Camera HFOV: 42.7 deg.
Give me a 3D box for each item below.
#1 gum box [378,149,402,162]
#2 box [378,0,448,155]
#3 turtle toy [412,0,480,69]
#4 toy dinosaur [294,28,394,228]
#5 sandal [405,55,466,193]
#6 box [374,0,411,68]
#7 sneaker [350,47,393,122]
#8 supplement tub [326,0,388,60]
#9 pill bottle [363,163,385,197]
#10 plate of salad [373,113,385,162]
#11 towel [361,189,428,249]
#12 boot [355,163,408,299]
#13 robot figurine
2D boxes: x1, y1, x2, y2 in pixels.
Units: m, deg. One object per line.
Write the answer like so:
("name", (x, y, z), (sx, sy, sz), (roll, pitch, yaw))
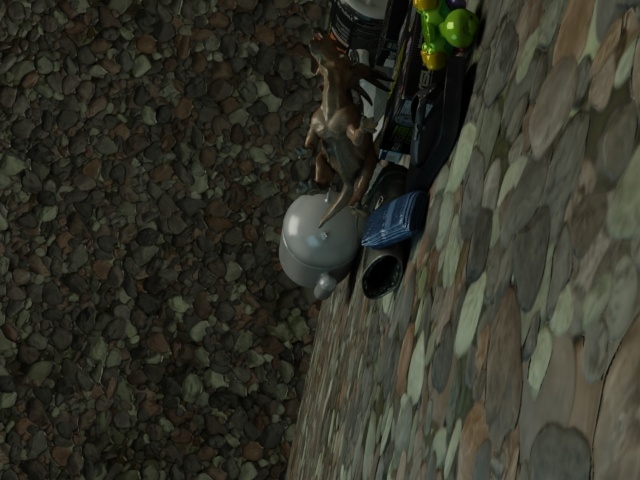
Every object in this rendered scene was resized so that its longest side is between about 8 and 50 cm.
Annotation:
("gum box", (0.151, -0.258, 1.495), (0.157, 0.041, 0.184), (106, 175, -71))
("box", (0.151, -0.271, 1.264), (0.270, 0.060, 0.216), (111, 169, -81))
("turtle toy", (0.153, -0.257, 0.985), (0.130, 0.066, 0.095), (-90, -11, -69))
("toy dinosaur", (0.044, -0.162, 1.271), (0.200, 0.127, 0.295), (-71, -18, -50))
("sandal", (0.131, -0.132, 1.028), (0.254, 0.054, 0.097), (105, 177, -61))
("box", (0.165, -0.426, 1.589), (0.180, 0.077, 0.147), (125, 156, -85))
("sneaker", (0.132, -0.300, 1.776), (0.271, 0.108, 0.100), (80, 177, -50))
("supplement tub", (0.114, -0.509, 1.938), (0.316, 0.194, 0.193), (108, 174, -69))
("pill bottle", (0.101, -0.103, 1.653), (0.120, 0.067, 0.067), (106, 175, -70))
("plate of salad", (0.119, -0.191, 1.695), (0.200, 0.048, 0.200), (-60, -3, -6))
("towel", (0.100, -0.028, 1.113), (0.119, 0.029, 0.067), (-26, 43, 60))
("boot", (0.094, 0.007, 1.270), (0.189, 0.076, 0.208), (103, 172, -50))
("robot figurine", (0.000, 0.000, 2.056), (0.353, 0.200, 0.300), (105, 156, -67))
